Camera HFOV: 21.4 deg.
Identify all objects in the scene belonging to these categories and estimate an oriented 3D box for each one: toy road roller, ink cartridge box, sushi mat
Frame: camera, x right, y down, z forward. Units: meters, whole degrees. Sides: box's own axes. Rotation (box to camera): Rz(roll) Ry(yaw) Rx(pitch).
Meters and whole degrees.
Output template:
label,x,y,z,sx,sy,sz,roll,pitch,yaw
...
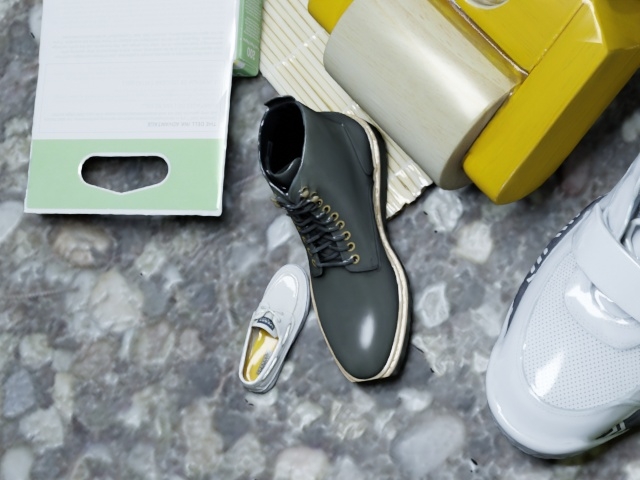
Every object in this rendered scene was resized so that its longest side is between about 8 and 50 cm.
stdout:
label,x,y,z,sx,sy,sz,roll,pitch,yaw
toy road roller,0.176,-0.202,1.194,0.202,0.240,0.329,47,120,19
ink cartridge box,-0.134,-0.133,1.301,0.171,0.056,0.235,1,84,20
sushi mat,0.015,-0.174,1.303,0.151,0.019,0.316,-39,71,2

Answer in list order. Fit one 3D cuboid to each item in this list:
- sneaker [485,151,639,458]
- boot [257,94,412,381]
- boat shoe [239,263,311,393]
label,x,y,z,sx,sy,sz,roll,pitch,yaw
sneaker,0.231,-0.018,1.110,0.137,0.210,0.366,41,88,19
boot,0.000,0.000,1.191,0.077,0.137,0.198,-15,78,22
boat shoe,-0.036,0.063,1.246,0.035,0.035,0.100,20,82,17
